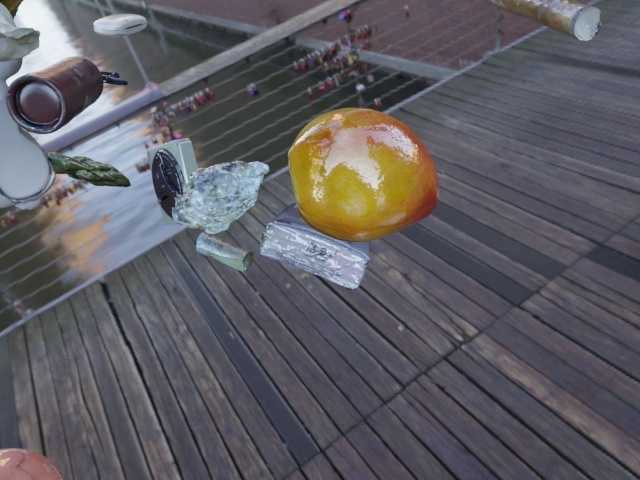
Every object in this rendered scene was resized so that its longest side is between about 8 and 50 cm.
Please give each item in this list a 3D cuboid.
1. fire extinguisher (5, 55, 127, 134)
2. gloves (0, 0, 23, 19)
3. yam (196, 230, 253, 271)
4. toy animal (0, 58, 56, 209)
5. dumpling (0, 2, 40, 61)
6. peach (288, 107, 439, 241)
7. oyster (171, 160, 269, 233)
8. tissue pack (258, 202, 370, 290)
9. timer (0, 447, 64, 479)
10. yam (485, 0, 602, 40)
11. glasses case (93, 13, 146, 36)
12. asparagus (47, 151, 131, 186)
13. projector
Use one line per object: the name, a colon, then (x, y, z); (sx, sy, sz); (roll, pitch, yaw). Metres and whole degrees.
fire extinguisher: (-0.473, -0.297, 1.067); (0.138, 0.102, 0.344); (6, 25, -8)
gloves: (-0.604, -0.443, 0.907); (0.356, 0.203, 0.155); (1, 70, 45)
yam: (-0.280, 0.033, 1.578); (0.169, 0.068, 0.068); (23, 51, 17)
toy animal: (-0.588, -0.207, 0.979); (0.154, 0.325, 0.208); (16, 18, 24)
dumpling: (-0.497, -0.306, 0.751); (0.100, 0.169, 0.134); (-54, 3, 3)
peach: (0.095, -0.143, 1.163); (0.308, 0.289, 0.289); (-3, 38, 9)
oyster: (-0.171, -0.082, 0.928); (0.125, 0.064, 0.177); (28, 56, 1)
tissue pack: (0.000, 0.000, 1.602); (0.288, 0.124, 0.394); (19, 12, 1)
timer: (-0.607, 0.514, 1.037); (0.229, 0.215, 0.229); (2, 70, -5)
yam: (0.294, -0.338, 0.773); (0.046, 0.046, 0.264); (-23, 39, -2)
glasses case: (-0.563, -0.610, 1.547); (0.081, 0.051, 0.204); (10, 29, 4)
asparagus: (-0.692, -0.209, 1.606); (0.080, 0.287, 0.080); (-22, 60, 44)
projector: (-0.468, -0.181, 1.754); (0.079, 0.259, 0.257); (-18, 11, -37)
